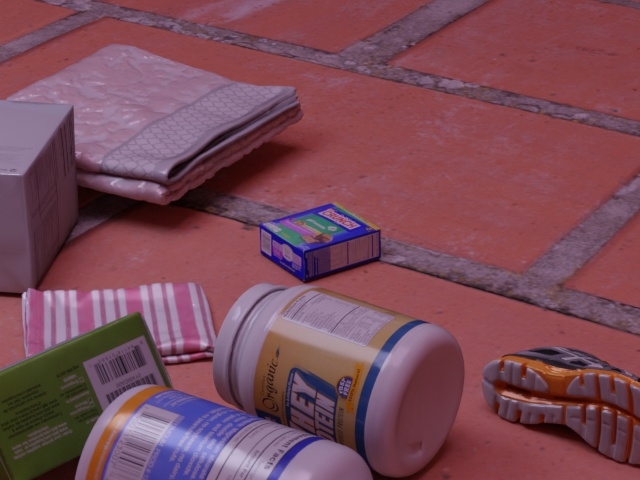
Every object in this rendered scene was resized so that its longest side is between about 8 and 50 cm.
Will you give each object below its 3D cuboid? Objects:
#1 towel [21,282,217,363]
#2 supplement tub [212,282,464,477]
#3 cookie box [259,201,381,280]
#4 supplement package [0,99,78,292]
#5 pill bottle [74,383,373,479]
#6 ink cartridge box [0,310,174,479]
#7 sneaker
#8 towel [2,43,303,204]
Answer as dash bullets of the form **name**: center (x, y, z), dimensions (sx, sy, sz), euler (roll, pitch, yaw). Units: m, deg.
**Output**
- **towel**: center (-0.209, 0.086, 1.836), dimensions (0.197, 0.029, 0.144), euler (-4, 27, -10)
- **supplement tub**: center (0.016, 0.123, 1.632), dimensions (0.199, 0.144, 0.144), euler (17, 31, 31)
- **cookie box**: center (0.000, 0.000, 2.000), dimensions (0.107, 0.040, 0.092), euler (-16, 30, -32)
- **supplement package**: center (-0.389, -0.053, 1.979), dimensions (0.194, 0.149, 0.203), euler (4, 26, 7)
- **pill bottle**: center (-0.050, 0.221, 1.424), dimensions (0.272, 0.152, 0.152), euler (15, 30, 27)
- **ink cartridge box**: center (-0.280, 0.162, 1.625), dimensions (0.189, 0.097, 0.255), euler (-24, 1, -40)
- **sneaker**: center (0.260, 0.143, 1.669), dimensions (0.215, 0.084, 0.083), euler (18, 27, 34)
- **towel**: center (-0.232, -0.153, 2.206), dimensions (0.317, 0.053, 0.332), euler (15, 29, 26)
